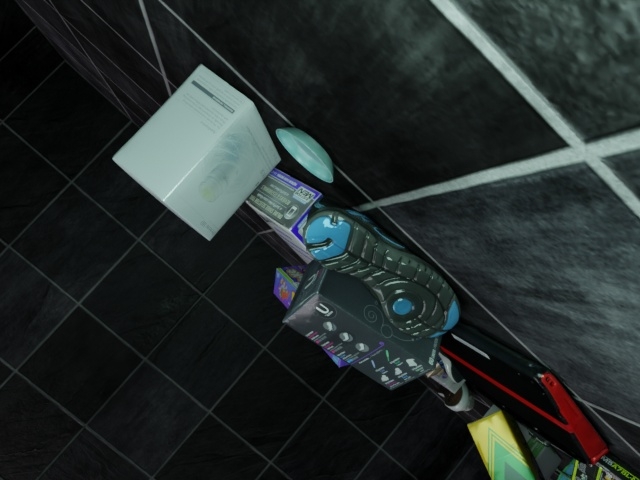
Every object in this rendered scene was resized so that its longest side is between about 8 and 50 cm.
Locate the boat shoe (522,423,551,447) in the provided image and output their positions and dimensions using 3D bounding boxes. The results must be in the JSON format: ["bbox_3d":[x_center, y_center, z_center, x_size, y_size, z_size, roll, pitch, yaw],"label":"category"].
[{"bbox_3d":[0.593,0.529,1.477,0.046,0.038,0.125,24,177,-17],"label":"boat shoe"}]

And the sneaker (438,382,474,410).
[{"bbox_3d":[0.511,0.561,1.924,0.123,0.106,0.290,31,179,5],"label":"sneaker"}]

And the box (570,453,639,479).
[{"bbox_3d":[0.623,0.545,1.131,0.184,0.045,0.191,35,142,48],"label":"box"}]

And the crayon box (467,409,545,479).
[{"bbox_3d":[0.525,0.617,1.424,0.363,0.106,0.313,37,-150,-63],"label":"crayon box"}]

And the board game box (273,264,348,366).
[{"bbox_3d":[0.062,0.166,1.347,0.233,0.078,0.347,-5,-154,-30],"label":"board game box"}]

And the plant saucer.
[{"bbox_3d":[-0.019,-0.140,0.846,0.119,0.021,0.119,40,173,6],"label":"plant saucer"}]

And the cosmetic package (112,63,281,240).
[{"bbox_3d":[-0.211,-0.149,0.985,0.138,0.225,0.224,39,173,17],"label":"cosmetic package"}]

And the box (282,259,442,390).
[{"bbox_3d":[0.092,0.142,1.048,0.270,0.165,0.143,33,137,-11],"label":"box"}]

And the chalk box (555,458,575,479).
[{"bbox_3d":[0.671,0.625,1.314,0.213,0.132,0.132,44,173,-11],"label":"chalk box"}]

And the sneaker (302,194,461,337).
[{"bbox_3d":[0.118,0.039,0.950,0.341,0.125,0.140,41,-160,-18],"label":"sneaker"}]

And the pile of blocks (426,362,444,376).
[{"bbox_3d":[0.247,0.285,1.619,0.362,0.113,0.149,23,-143,-8],"label":"pile of blocks"}]

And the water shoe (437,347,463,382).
[{"bbox_3d":[0.322,0.284,1.380,0.080,0.073,0.203,32,158,54],"label":"water shoe"}]

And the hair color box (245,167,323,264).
[{"bbox_3d":[0.000,0.000,1.222,0.185,0.110,0.339,33,171,46],"label":"hair color box"}]

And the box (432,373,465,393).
[{"bbox_3d":[0.401,0.457,1.958,0.063,0.067,0.324,44,173,-19],"label":"box"}]

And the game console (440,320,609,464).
[{"bbox_3d":[0.390,0.286,1.133,0.342,0.060,0.386,52,168,-28],"label":"game console"}]

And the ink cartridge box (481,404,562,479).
[{"bbox_3d":[0.644,0.654,1.745,0.160,0.093,0.219,48,171,-37],"label":"ink cartridge box"}]
